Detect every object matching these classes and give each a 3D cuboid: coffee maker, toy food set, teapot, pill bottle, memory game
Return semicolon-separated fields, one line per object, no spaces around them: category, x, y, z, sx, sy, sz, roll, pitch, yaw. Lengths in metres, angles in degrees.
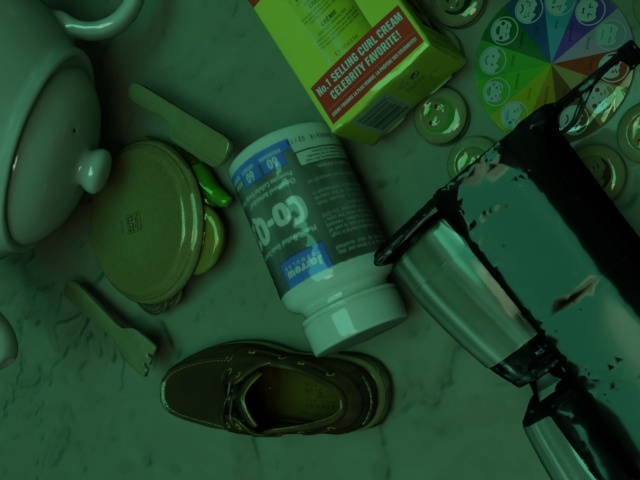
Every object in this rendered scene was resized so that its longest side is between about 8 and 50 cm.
coffee maker;0.142;0.026;0.482;0.178;0.120;0.171;51;134;9
toy food set;-0.123;-0.011;0.700;0.132;0.038;0.192;36;112;32
teapot;-0.240;-0.084;0.674;0.187;0.253;0.256;17;130;1
pill bottle;0.000;0.000;0.600;0.078;0.078;0.137;-31;75;26
memory game;0.136;-0.106;0.561;0.186;0.012;0.186;0;89;30

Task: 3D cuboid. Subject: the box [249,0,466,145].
box;-0.007;-0.178;0.610;0.087;0.058;0.232;-39;69;24

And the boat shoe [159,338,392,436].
boat shoe;-0.042;0.102;0.634;0.177;0.060;0.064;-3;88;30
